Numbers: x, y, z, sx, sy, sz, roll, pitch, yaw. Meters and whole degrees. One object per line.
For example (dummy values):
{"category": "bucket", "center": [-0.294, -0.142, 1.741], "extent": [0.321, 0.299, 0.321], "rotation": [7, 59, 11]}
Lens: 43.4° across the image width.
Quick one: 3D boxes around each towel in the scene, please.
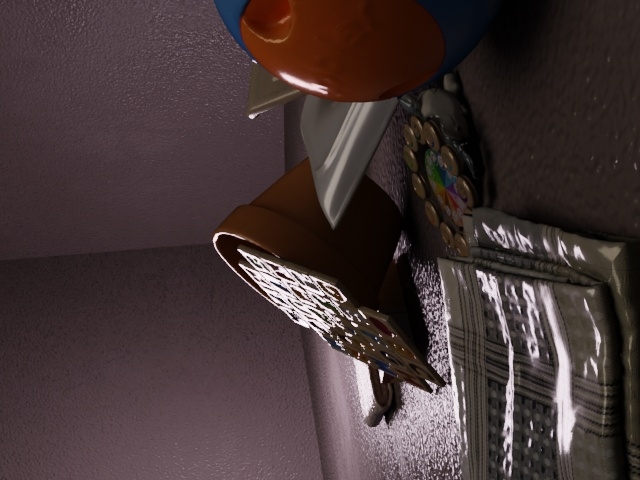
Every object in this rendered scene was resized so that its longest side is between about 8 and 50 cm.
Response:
{"category": "towel", "center": [0.182, 0.135, 0.712], "extent": [0.312, 0.056, 0.324], "rotation": [-152, 58, -78]}
{"category": "towel", "center": [0.098, 0.225, 1.634], "extent": [0.187, 0.049, 0.282], "rotation": [96, 166, -65]}

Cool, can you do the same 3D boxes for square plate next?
{"category": "square plate", "center": [0.050, -0.239, 1.127], "extent": [0.347, 0.049, 0.344], "rotation": [-104, 34, -60]}

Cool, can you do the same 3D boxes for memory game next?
{"category": "memory game", "center": [0.141, -0.060, 0.938], "extent": [0.186, 0.012, 0.186], "rotation": [62, 170, 19]}

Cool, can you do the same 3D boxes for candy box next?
{"category": "candy box", "center": [0.116, 0.137, 1.380], "extent": [0.109, 0.053, 0.187], "rotation": [94, 171, -52]}

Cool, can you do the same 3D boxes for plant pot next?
{"category": "plant pot", "center": [0.000, 0.000, 1.304], "extent": [0.203, 0.291, 0.291], "rotation": [-54, -6, -17]}

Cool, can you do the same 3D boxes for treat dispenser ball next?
{"category": "treat dispenser ball", "center": [0.035, -0.274, 0.749], "extent": [0.288, 0.288, 0.288], "rotation": [175, 90, -83]}

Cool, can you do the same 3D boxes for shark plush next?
{"category": "shark plush", "center": [0.160, -0.134, 0.943], "extent": [0.161, 0.073, 0.067], "rotation": [51, 172, 41]}

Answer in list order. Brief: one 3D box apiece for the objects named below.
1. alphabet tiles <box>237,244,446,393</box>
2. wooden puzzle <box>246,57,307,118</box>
{"category": "alphabet tiles", "center": [0.022, 0.118, 1.199], "extent": [0.342, 0.011, 0.285], "rotation": [17, 154, 48]}
{"category": "wooden puzzle", "center": [-0.001, -0.352, 1.044], "extent": [0.348, 0.080, 0.322], "rotation": [-13, 67, 51]}
